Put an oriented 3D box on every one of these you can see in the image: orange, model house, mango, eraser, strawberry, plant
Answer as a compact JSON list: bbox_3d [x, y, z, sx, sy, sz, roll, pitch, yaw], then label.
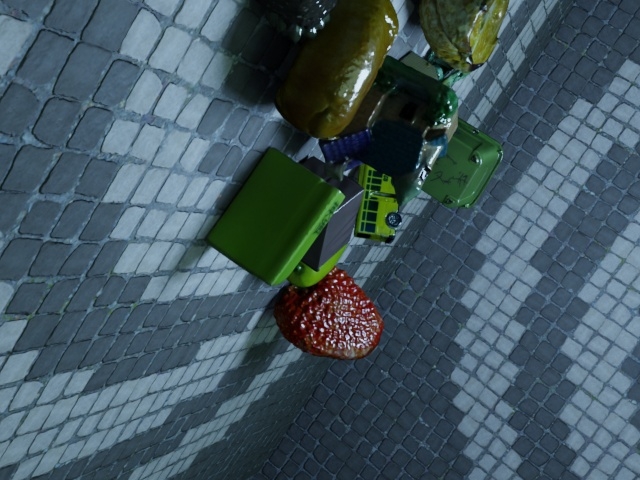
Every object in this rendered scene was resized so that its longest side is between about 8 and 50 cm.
[{"bbox_3d":[0.362,-0.598,2.004,0.271,0.210,0.368,-60,162,-4],"label":"orange"},{"bbox_3d":[0.137,-0.255,1.871,0.280,0.312,0.245,-59,167,-9],"label":"model house"},{"bbox_3d":[0.000,0.000,2.300,0.343,0.156,0.192,-49,174,-38],"label":"mango"},{"bbox_3d":[-0.105,-0.051,1.828,0.274,0.210,0.092,-56,164,1],"label":"eraser"},{"bbox_3d":[0.031,0.258,2.563,0.312,0.351,0.267,-50,172,-33],"label":"strawberry"},{"bbox_3d":[-0.039,-0.438,1.366,0.129,0.132,0.194,-47,174,-10],"label":"plant"}]

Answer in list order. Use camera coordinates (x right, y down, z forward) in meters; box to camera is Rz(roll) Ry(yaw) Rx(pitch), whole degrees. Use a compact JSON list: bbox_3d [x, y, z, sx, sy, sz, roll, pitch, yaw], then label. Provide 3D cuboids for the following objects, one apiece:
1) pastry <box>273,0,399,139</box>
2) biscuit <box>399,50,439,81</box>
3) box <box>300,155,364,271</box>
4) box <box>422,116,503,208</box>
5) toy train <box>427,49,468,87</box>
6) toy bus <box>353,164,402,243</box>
[{"bbox_3d":[0.039,-0.356,1.602,0.356,0.164,0.356,-57,180,0],"label":"pastry"},{"bbox_3d":[0.231,-0.408,2.131,0.252,0.150,0.052,-44,167,-33],"label":"biscuit"},{"bbox_3d":[-0.015,-0.072,2.068,0.153,0.188,0.252,-43,158,-32],"label":"box"},{"bbox_3d":[0.377,-0.262,2.502,0.178,0.328,0.253,-25,145,-56],"label":"box"},{"bbox_3d":[0.410,-0.529,2.416,0.307,0.126,0.189,-41,159,-39],"label":"toy train"},{"bbox_3d":[0.181,-0.132,2.403,0.128,0.150,0.262,96,2,-81],"label":"toy bus"}]
